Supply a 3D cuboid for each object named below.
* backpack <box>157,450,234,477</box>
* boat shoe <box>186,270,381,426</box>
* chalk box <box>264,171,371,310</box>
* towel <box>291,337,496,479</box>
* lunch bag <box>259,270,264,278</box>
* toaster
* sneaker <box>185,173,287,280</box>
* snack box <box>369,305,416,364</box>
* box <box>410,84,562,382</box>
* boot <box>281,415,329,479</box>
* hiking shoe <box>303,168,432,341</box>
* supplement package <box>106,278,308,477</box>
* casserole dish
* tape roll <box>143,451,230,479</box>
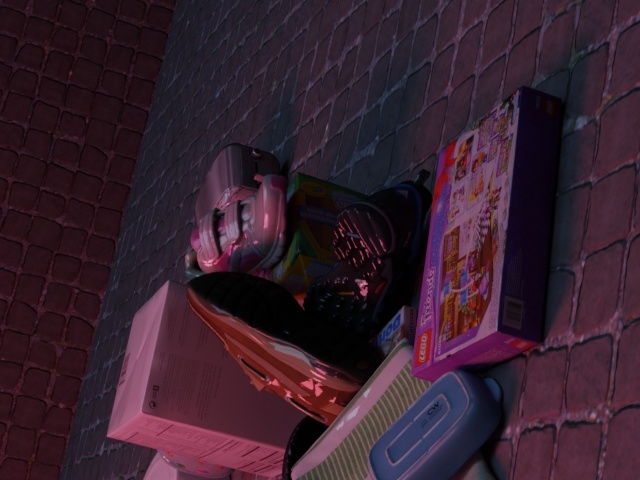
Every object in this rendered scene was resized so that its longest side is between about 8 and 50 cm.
[{"bbox_3d":[-0.184,0.286,2.238,0.144,0.165,0.188,124,160,-48],"label":"backpack"},{"bbox_3d":[-0.062,0.146,1.832,0.324,0.122,0.120,31,122,39],"label":"boat shoe"},{"bbox_3d":[0.000,0.000,2.000,0.213,0.132,0.132,-93,26,-45],"label":"chalk box"},{"bbox_3d":[0.070,0.273,1.583,0.248,0.038,0.325,-50,23,12],"label":"towel"},{"bbox_3d":[-0.116,0.032,2.408,0.151,0.096,0.129,-46,26,27],"label":"lunch bag"},{"bbox_3d":[-0.153,-0.053,2.530,0.227,0.129,0.146,-60,24,32],"label":"toaster"},{"bbox_3d":[-0.120,-0.001,1.962,0.103,0.111,0.252,-92,25,-45],"label":"sneaker"},{"bbox_3d":[0.076,0.156,1.801,0.178,0.022,0.064,127,154,-48],"label":"snack box"},{"bbox_3d":[0.185,-0.001,1.557,0.201,0.057,0.293,142,142,-60],"label":"box"},{"bbox_3d":[-0.045,0.362,1.856,0.207,0.094,0.247,144,136,-60],"label":"boot"},{"bbox_3d":[0.072,0.042,1.824,0.132,0.113,0.304,-34,-19,-33],"label":"hiking shoe"},{"bbox_3d":[-0.143,0.207,2.020,0.198,0.262,0.199,141,143,-62],"label":"supplement package"},{"bbox_3d":[0.116,0.211,1.497,0.188,0.037,0.114,-45,26,10],"label":"casserole dish"},{"bbox_3d":[-0.248,0.492,2.354,0.286,0.100,0.286,-163,90,-72],"label":"tape roll"}]
